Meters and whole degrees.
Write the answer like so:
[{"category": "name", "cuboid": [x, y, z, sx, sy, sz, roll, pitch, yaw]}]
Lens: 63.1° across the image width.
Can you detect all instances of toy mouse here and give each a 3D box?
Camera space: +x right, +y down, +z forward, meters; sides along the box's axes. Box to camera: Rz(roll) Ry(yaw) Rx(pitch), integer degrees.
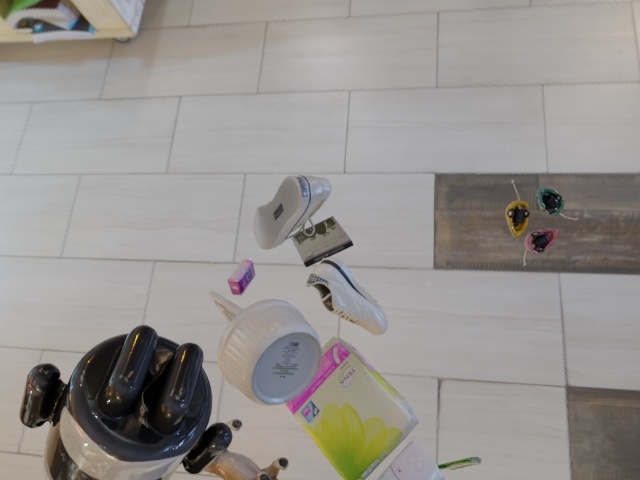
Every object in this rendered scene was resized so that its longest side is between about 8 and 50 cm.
[{"category": "toy mouse", "cuboid": [0.392, -0.037, 0.932, 0.143, 0.031, 0.161, -7, 104, -15]}]

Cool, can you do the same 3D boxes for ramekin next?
[{"category": "ramekin", "cuboid": [-0.094, 0.234, 1.060, 0.207, 0.207, 0.109, -50, 40, -8]}]

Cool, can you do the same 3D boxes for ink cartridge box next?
[{"category": "ink cartridge box", "cuboid": [0.276, 0.709, 1.440, 0.232, 0.066, 0.189, 42, 60, 19]}]

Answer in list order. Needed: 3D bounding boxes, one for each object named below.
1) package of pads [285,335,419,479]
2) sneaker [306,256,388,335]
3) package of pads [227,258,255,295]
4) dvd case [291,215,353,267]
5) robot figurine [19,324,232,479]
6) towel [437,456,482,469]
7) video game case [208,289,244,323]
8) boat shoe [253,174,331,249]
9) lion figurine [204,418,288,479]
[{"category": "package of pads", "cuboid": [0.069, 0.410, 1.292, 0.229, 0.101, 0.296, -46, 61, 2]}, {"category": "sneaker", "cuboid": [0.062, 0.151, 1.233, 0.235, 0.090, 0.095, 46, 51, -8]}, {"category": "package of pads", "cuboid": [-0.187, 0.087, 1.244, 0.032, 0.050, 0.083, 2, 35, 23]}, {"category": "dvd case", "cuboid": [0.000, 0.000, 1.841, 0.179, 0.030, 0.239, -25, 27, -3]}, {"category": "robot figurine", "cuboid": [-0.241, 0.226, 0.654, 0.209, 0.173, 0.278, 47, 126, 16]}, {"category": "towel", "cuboid": [0.413, 0.668, 1.554, 0.113, 0.152, 0.023, -24, 61, 18]}, {"category": "video game case", "cuboid": [-0.191, 0.218, 1.334, 0.190, 0.173, 0.022, 23, 61, 38]}, {"category": "boat shoe", "cuboid": [-0.068, -0.082, 1.463, 0.156, 0.367, 0.136, -10, 71, -29]}, {"category": "lion figurine", "cuboid": [-0.235, 0.639, 1.447, 0.392, 0.240, 0.142, 39, 39, 16]}]
